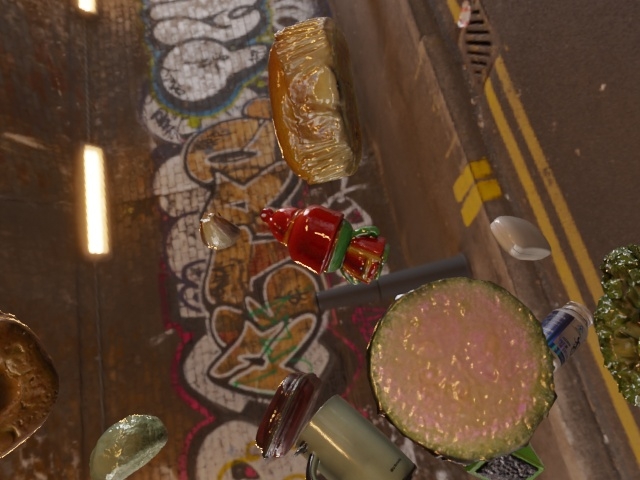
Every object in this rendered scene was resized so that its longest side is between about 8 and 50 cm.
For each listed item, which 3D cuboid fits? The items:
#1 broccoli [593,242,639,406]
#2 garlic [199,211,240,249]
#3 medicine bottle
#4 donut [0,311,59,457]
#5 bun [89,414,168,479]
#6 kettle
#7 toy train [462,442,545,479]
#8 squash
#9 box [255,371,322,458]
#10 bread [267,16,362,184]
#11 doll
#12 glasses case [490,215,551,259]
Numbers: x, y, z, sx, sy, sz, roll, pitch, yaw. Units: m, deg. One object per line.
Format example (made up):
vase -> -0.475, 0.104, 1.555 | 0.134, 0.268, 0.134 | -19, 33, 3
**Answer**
broccoli -> 0.504, 0.111, 0.687 | 0.254, 0.186, 0.301 | -90, -9, -55
garlic -> -0.338, -0.023, 1.661 | 0.115, 0.128, 0.206 | -62, 1, 1
medicine bottle -> 0.629, 0.250, 1.303 | 0.107, 0.192, 0.107 | 44, 159, 22
donut -> -0.495, 0.210, 0.705 | 0.227, 0.114, 0.226 | -2, -88, -54
bun -> -0.488, 0.515, 1.238 | 0.118, 0.195, 0.195 | 45, 168, 14
kettle -> 0.069, 0.515, 1.131 | 0.255, 0.240, 0.165 | 37, 126, 21
toy train -> 0.520, 0.625, 1.546 | 0.307, 0.173, 0.248 | 32, -162, -21
squash -> 0.260, 0.248, 0.955 | 0.309, 0.311, 0.309 | 51, -156, -69
box -> -0.089, 0.537, 1.557 | 0.263, 0.108, 0.404 | -64, -10, -9
bread -> -0.013, -0.334, 1.214 | 0.236, 0.183, 0.388 | -46, -51, -64
doll -> 0.001, 0.000, 1.319 | 0.160, 0.363, 0.182 | -50, -18, -54
glasses case -> 0.438, -0.004, 1.074 | 0.234, 0.059, 0.092 | 4, -129, -51
